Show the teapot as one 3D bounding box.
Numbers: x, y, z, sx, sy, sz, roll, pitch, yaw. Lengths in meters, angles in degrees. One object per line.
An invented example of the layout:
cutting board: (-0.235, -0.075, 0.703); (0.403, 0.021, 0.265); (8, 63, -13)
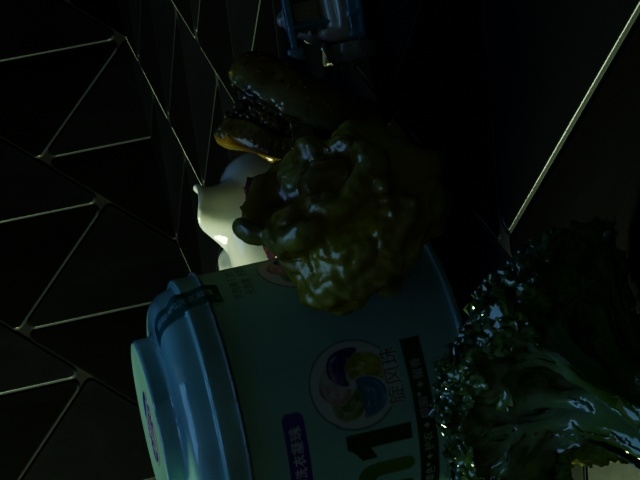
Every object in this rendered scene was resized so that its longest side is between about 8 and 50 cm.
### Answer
teapot: (-0.082, -0.009, 2.438); (0.298, 0.139, 0.204); (75, -177, -62)

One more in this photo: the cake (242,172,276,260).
cake: (0.000, 0.000, 2.147); (0.295, 0.116, 0.113); (-117, 22, -46)

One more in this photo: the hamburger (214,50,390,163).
hamburger: (-0.011, -0.120, 1.920); (0.177, 0.185, 0.113); (31, -102, -57)

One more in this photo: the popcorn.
popcorn: (0.026, -0.030, 1.753); (0.155, 0.197, 0.197); (50, 178, -19)

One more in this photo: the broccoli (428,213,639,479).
broccoli: (0.175, 0.100, 1.251); (0.220, 0.194, 0.194); (-61, 21, 9)

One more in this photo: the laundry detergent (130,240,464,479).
laundry detergent: (-0.023, 0.154, 1.906); (0.287, 0.305, 0.287); (167, 90, -79)

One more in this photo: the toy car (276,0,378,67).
toy car: (-0.008, -0.235, 1.951); (0.161, 0.098, 0.126); (-179, 79, -78)
